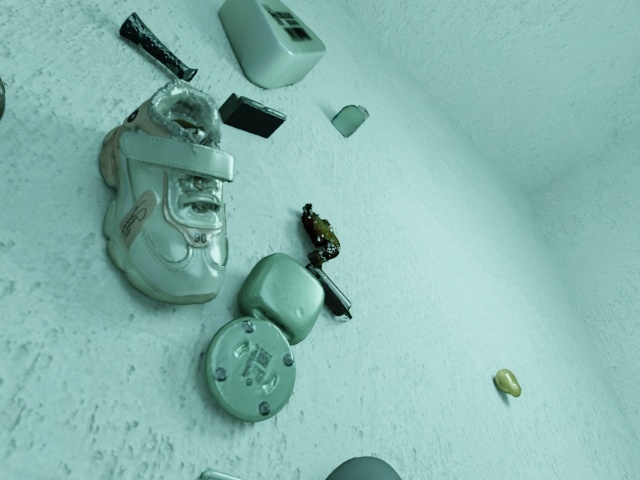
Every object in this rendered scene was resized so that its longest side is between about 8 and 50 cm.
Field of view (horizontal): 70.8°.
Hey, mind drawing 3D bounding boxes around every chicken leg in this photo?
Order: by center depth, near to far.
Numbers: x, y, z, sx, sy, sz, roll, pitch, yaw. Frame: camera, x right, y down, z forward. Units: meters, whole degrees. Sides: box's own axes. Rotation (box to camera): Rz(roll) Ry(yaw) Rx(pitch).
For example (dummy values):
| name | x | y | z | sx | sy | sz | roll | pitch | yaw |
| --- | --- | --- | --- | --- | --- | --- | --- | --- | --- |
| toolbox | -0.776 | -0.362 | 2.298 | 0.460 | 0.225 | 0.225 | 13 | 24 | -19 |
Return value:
| name | x | y | z | sx | sy | sz | roll | pitch | yaw |
| --- | --- | --- | --- | --- | --- | --- | --- | --- | --- |
| chicken leg | 0.000 | 0.000 | 0.996 | 0.106 | 0.051 | 0.253 | 45 | 15 | -24 |

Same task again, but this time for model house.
| name | x | y | z | sx | sy | sz | roll | pitch | yaw |
| --- | --- | --- | --- | --- | --- | --- | --- | --- | --- |
| model house | 0.107 | -0.422 | 1.539 | 0.088 | 0.100 | 0.100 | 45 | 31 | -9 |

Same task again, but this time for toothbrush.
| name | x | y | z | sx | sy | sz | roll | pitch | yaw |
| --- | --- | --- | --- | --- | --- | --- | --- | --- | --- |
| toothbrush | -0.079 | 0.342 | 0.631 | 0.204 | 0.017 | 0.022 | 31 | 19 | -32 |

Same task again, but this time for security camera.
| name | x | y | z | sx | sy | sz | roll | pitch | yaw |
| --- | --- | --- | --- | --- | --- | --- | --- | --- | --- |
| security camera | -0.093 | 0.153 | 0.748 | 0.157 | 0.080 | 0.301 | 44 | 43 | -18 |

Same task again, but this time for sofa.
| name | x | y | z | sx | sy | sz | roll | pitch | yaw |
| --- | --- | --- | --- | --- | --- | --- | --- | --- | --- |
| sofa | -0.163 | -0.312 | 1.097 | 0.147 | 0.085 | 0.060 | 8 | 56 | -48 |

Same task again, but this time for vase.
| name | x | y | z | sx | sy | sz | roll | pitch | yaw |
| --- | --- | --- | --- | --- | --- | --- | --- | --- | --- |
| vase | -0.349 | -0.411 | 0.980 | 0.167 | 0.059 | 0.059 | 39 | 34 | -21 |

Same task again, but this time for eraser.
| name | x | y | z | sx | sy | sz | roll | pitch | yaw |
| --- | --- | --- | --- | --- | --- | --- | --- | --- | --- |
| eraser | -0.139 | -0.579 | 1.331 | 0.331 | 0.150 | 0.331 | 31 | 39 | -30 |

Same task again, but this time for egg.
| name | x | y | z | sx | sy | sz | roll | pitch | yaw |
| --- | --- | --- | --- | --- | --- | --- | --- | --- | --- |
| egg | 0.056 | 0.395 | 0.630 | 0.146 | 0.146 | 0.199 | 49 | 24 | -6 |

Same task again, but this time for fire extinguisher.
| name | x | y | z | sx | sy | sz | roll | pitch | yaw |
| --- | --- | --- | --- | --- | --- | --- | --- | --- | --- |
| fire extinguisher | 0.022 | 0.114 | 0.950 | 0.157 | 0.045 | 0.078 | 50 | -7 | -6 |

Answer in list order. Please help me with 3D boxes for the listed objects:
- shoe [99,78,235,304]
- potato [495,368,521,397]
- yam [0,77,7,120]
| name | x | y | z | sx | sy | sz | roll | pitch | yaw |
| --- | --- | --- | --- | --- | --- | --- | --- | --- | --- |
| shoe | -0.223 | -0.081 | 0.688 | 0.172 | 0.198 | 0.351 | -2 | 59 | -51 |
| potato | 0.557 | 0.423 | 1.331 | 0.068 | 0.062 | 0.083 | -19 | 41 | -30 |
| yam | -0.489 | -0.198 | 0.573 | 0.141 | 0.079 | 0.079 | -2 | 61 | -55 |
